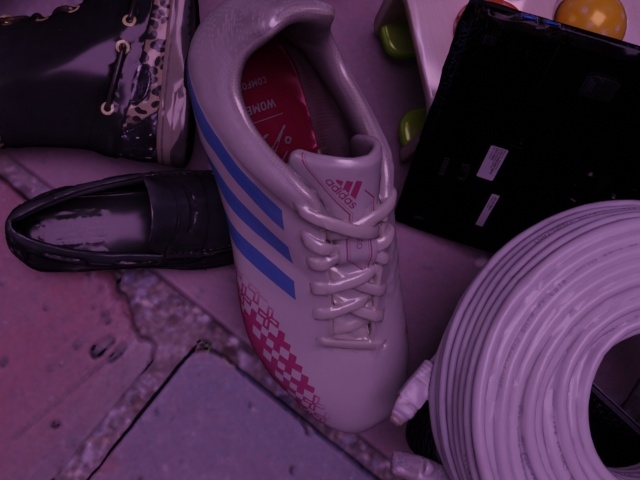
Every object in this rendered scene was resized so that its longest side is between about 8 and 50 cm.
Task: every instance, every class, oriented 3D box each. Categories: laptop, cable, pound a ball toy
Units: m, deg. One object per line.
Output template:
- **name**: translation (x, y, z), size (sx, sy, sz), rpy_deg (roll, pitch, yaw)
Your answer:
- **laptop**: translation (0.215, -0.086, 0.544), size (0.264, 0.234, 0.137), rpy_deg (18, 57, 4)
- **cable**: translation (0.202, 0.101, 0.481), size (0.257, 0.089, 0.257), rpy_deg (30, 88, -7)
- **pound a ball toy**: translation (0.163, -0.190, 0.590), size (0.319, 0.136, 0.208), rpy_deg (-9, 84, -11)

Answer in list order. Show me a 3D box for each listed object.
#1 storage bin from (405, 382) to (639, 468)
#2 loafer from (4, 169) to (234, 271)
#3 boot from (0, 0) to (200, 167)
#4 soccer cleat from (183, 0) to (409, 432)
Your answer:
- **storage bin**: translation (0.172, 0.169, 0.571), size (0.180, 0.084, 0.122), rpy_deg (43, 78, -2)
- **loafer**: translation (-0.116, -0.014, 0.551), size (0.223, 0.078, 0.076), rpy_deg (-7, 84, -12)
- **boot**: translation (-0.183, -0.172, 0.561), size (0.178, 0.085, 0.236), rpy_deg (0, 82, -6)
- **soccer cleat**: translation (0.000, 0.000, 0.495), size (0.116, 0.143, 0.331), rpy_deg (-28, 108, -24)
